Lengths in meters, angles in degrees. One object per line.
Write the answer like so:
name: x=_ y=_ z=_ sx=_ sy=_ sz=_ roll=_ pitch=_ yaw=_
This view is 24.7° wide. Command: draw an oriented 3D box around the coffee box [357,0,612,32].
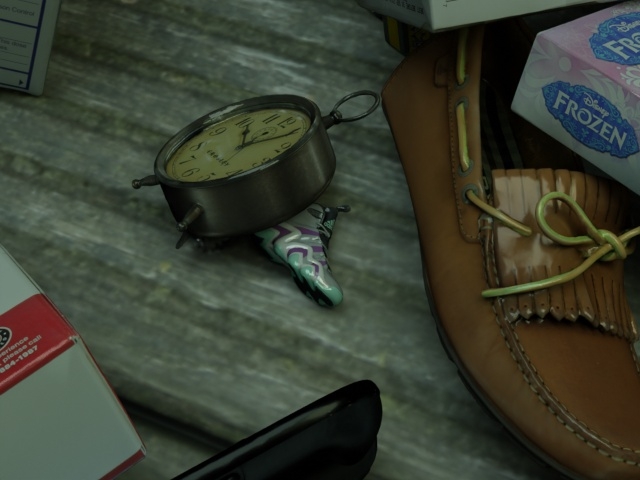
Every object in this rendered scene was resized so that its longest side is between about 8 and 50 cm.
coffee box: x=0.183 y=-0.237 z=1.031 sx=0.297 sy=0.119 sz=0.168 roll=-12 pitch=18 yaw=-14

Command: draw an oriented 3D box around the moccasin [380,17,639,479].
moccasin: x=0.152 y=-0.007 z=0.985 sx=0.139 sy=0.147 sz=0.380 roll=18 pitch=43 yaw=-30

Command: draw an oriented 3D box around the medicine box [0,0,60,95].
medicine box: x=-0.314 y=-0.272 z=1.108 sx=0.263 sy=0.289 sz=0.149 roll=11 pitch=56 yaw=-12

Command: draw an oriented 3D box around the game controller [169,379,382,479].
game controller: x=-0.103 y=0.177 z=0.898 sx=0.319 sy=0.166 sz=0.067 roll=-28 pitch=69 yaw=-11

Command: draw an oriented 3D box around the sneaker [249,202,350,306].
sneaker: x=0.000 y=0.000 z=1.074 sx=0.069 sy=0.038 sz=0.098 roll=-38 pitch=60 yaw=-15

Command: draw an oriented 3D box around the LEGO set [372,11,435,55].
LEGO set: x=0.057 y=-0.333 z=1.193 sx=0.255 sy=0.192 sz=0.331 roll=-30 pitch=57 yaw=-12

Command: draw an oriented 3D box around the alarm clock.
alarm clock: x=-0.037 y=-0.062 z=1.088 sx=0.192 sy=0.064 sz=0.129 roll=-31 pitch=30 yaw=-12

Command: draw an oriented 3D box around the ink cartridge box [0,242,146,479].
ink cartridge box: x=-0.267 y=0.094 z=0.957 sx=0.197 sy=0.114 sz=0.273 roll=-34 pitch=38 yaw=-14

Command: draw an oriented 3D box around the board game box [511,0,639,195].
board game box: x=0.347 y=-0.072 z=0.972 sx=0.318 sy=0.066 sz=0.318 roll=38 pitch=41 yaw=28
